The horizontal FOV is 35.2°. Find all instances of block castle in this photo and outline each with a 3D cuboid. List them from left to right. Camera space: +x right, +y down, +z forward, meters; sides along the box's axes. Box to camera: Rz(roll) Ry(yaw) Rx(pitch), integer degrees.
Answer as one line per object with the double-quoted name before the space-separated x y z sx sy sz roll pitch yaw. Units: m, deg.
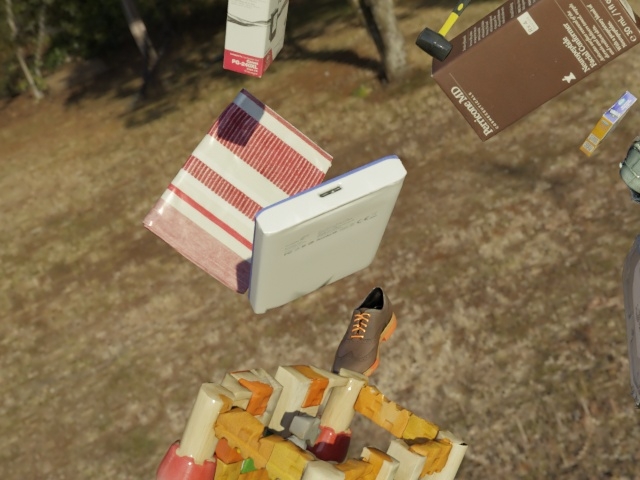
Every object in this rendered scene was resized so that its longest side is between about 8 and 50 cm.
"block castle" -0.008 0.359 1.555 0.303 0.213 0.453 29 14 32

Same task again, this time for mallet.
"mallet" 0.227 -0.400 1.790 0.190 0.062 0.039 -64 2 -27

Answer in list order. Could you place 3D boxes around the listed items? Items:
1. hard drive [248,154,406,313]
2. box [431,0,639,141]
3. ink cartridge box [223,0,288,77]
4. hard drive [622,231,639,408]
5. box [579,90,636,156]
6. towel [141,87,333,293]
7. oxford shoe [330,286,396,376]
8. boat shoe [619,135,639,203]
"hard drive" 0.000 0.000 1.451 0.210 0.040 0.319 -24 -18 -15
"box" 0.428 -0.390 2.022 0.381 0.191 0.143 -33 21 27
"ink cartridge box" -0.090 -0.331 1.459 0.063 0.150 0.109 17 40 8
"hard drive" 0.475 0.065 1.346 0.064 0.237 0.339 2 -26 4
"box" 0.538 -0.220 1.879 0.081 0.028 0.136 -43 -11 -23
"towel" -0.153 -0.093 1.933 0.329 0.237 0.037 -56 14 -12
"oxford shoe" 0.079 0.195 2.076 0.096 0.098 0.271 0 30 22
"boat shoe" 0.594 -0.123 1.859 0.099 0.116 0.319 -47 -13 9
